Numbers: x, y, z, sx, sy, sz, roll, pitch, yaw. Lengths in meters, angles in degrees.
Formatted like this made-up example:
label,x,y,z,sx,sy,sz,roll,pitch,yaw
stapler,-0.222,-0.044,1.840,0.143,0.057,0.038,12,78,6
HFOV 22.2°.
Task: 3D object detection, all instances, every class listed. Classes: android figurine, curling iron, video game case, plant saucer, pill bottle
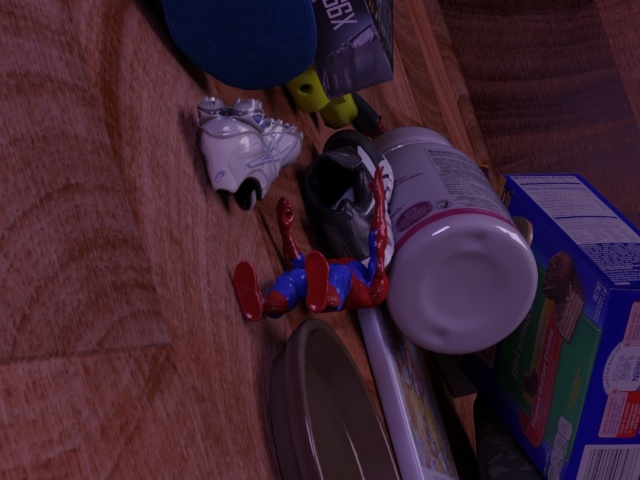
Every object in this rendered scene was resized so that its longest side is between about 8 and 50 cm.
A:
label,x,y,z,sx,sy,sz,roll,pitch,yaw
android figurine,-0.028,-0.256,1.782,0.248,0.056,0.273,-97,164,-45
curling iron,0.069,-0.139,2.096,0.274,0.035,0.068,54,21,-57
video game case,0.098,0.175,1.762,0.206,0.026,0.227,38,35,-70
plant saucer,0.020,0.200,1.333,0.278,0.041,0.278,-19,90,-79
pill bottle,0.123,-0.010,1.776,0.283,0.160,0.160,-111,176,-62

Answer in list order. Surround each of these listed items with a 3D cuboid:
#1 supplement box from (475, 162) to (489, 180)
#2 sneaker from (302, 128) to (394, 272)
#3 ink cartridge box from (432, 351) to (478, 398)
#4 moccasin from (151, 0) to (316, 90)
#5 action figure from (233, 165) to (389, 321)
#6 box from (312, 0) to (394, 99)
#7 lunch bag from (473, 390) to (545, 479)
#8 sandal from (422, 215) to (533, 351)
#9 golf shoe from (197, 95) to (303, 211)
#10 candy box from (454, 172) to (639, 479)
label,x,y,z,sx,sy,sz,roll,pitch,yaw
supplement box,0.172,-0.040,2.189,0.188,0.104,0.081,-84,-175,-64
sneaker,0.026,-0.063,1.676,0.234,0.078,0.106,-93,159,-53
ink cartridge box,0.181,0.125,2.142,0.135,0.056,0.099,-89,157,-57
moccasin,-0.094,-0.254,1.289,0.342,0.137,0.117,57,14,-53
action figure,0.000,0.000,1.407,0.280,0.091,0.139,14,70,-76
box,0.005,-0.318,1.697,0.307,0.076,0.242,-86,156,-62
lunch bag,0.330,0.312,1.993,0.305,0.256,0.213,-83,161,-64
sandal,0.195,0.060,1.864,0.079,0.240,0.088,25,44,-21
golf shoe,-0.062,-0.065,1.359,0.176,0.069,0.086,18,74,-72
candy box,0.288,0.101,1.899,0.317,0.122,0.268,-123,-141,-60
